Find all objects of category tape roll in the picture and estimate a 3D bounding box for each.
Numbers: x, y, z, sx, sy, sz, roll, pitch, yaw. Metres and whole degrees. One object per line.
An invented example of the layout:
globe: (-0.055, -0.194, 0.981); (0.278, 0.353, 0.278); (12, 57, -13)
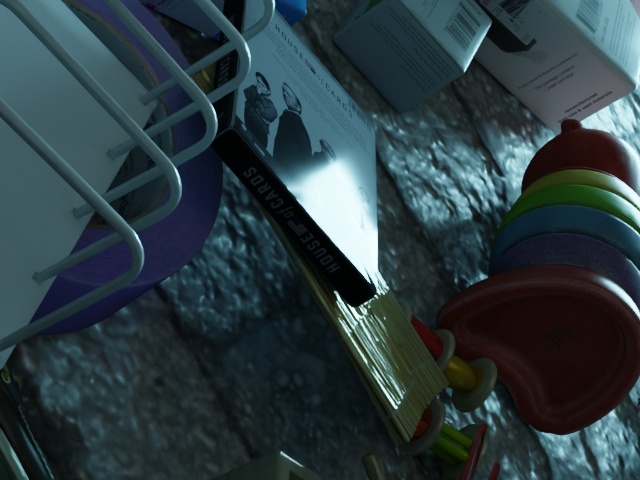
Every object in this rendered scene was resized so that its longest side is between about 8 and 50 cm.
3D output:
tape roll: (-0.202, -0.075, 1.221); (0.275, 0.090, 0.275); (25, 49, -33)

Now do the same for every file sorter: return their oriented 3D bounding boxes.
file sorter: (-0.168, -0.098, 1.055); (0.193, 0.173, 0.278); (46, 40, -21)

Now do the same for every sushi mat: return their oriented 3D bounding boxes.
sushi mat: (0.000, 0.000, 1.318); (0.316, 0.019, 0.151); (59, 21, 0)

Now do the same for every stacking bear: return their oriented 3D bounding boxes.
stacking bear: (0.232, 0.005, 1.579); (0.175, 0.164, 0.289); (42, 37, -19)

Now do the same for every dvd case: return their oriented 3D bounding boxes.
dvd case: (-0.017, -0.081, 1.321); (0.179, 0.029, 0.239); (49, 22, -27)

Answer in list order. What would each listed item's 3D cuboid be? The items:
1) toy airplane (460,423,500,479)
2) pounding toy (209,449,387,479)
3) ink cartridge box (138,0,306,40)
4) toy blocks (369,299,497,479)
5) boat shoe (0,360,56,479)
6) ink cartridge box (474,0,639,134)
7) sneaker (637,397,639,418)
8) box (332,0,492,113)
toy airplane: (0.117, 0.212, 1.375); (0.151, 0.028, 0.151); (-28, 126, -47)
pounding toy: (0.000, 0.239, 1.232); (0.206, 0.094, 0.181); (39, 37, -35)
ink cartridge box: (-0.123, -0.265, 1.437); (0.231, 0.078, 0.134); (23, 50, -35)
toy blocks: (0.072, 0.114, 1.412); (0.148, 0.054, 0.123); (34, 47, -25)
boat shoe: (-0.227, 0.090, 1.092); (0.228, 0.081, 0.068); (55, 43, 0)
ink cartridge box: (0.206, -0.275, 1.758); (0.273, 0.114, 0.197); (41, 43, -21)
sneaker: (0.356, 0.205, 1.655); (0.178, 0.072, 0.077); (21, 74, -38)
box: (0.087, -0.196, 1.603); (0.102, 0.087, 0.101); (46, 40, -13)
